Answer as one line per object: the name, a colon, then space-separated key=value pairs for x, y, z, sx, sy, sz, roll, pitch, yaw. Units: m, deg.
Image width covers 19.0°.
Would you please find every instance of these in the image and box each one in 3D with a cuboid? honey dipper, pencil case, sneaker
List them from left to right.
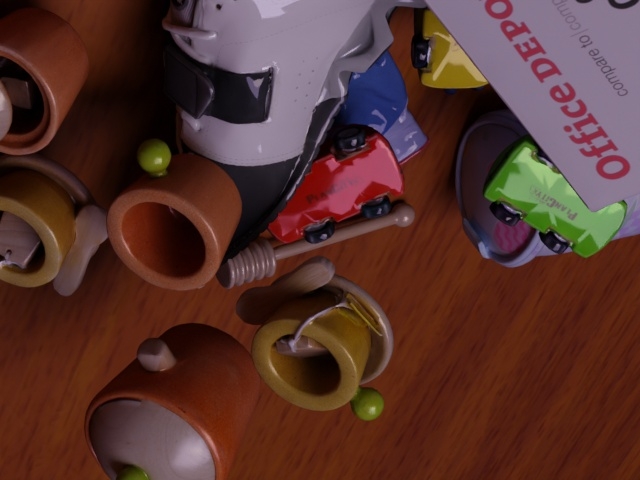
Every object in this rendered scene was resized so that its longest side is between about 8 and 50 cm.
sneaker: x=-0.050 y=-0.125 z=1.149 sx=0.146 sy=0.122 sz=0.330 roll=21 pitch=116 yaw=-30
honey dipper: x=0.000 y=0.000 z=1.370 sx=0.160 sy=0.030 sz=0.030 roll=-16 pitch=138 yaw=-26
pencil case: x=0.233 y=-0.054 z=1.421 sx=0.273 sy=0.113 sz=0.124 roll=-9 pitch=151 yaw=-30

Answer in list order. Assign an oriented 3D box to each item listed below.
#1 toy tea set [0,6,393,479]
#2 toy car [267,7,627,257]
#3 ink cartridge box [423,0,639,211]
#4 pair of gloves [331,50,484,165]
toy tea set: x=-0.127 y=0.027 z=1.127 sx=0.200 sy=0.336 sz=0.124 roll=-37 pitch=-167 yaw=41
toy car: x=0.101 y=-0.063 z=1.266 sx=0.225 sy=0.053 sz=0.239 roll=30 pitch=110 yaw=-18
ink cartridge box: x=0.223 y=-0.170 z=0.995 sx=0.306 sy=0.131 sz=0.226 roll=-24 pitch=133 yaw=23
pair of gloves: x=0.063 y=-0.125 z=1.293 sx=0.198 sy=0.023 sz=0.159 roll=-37 pitch=141 yaw=1
